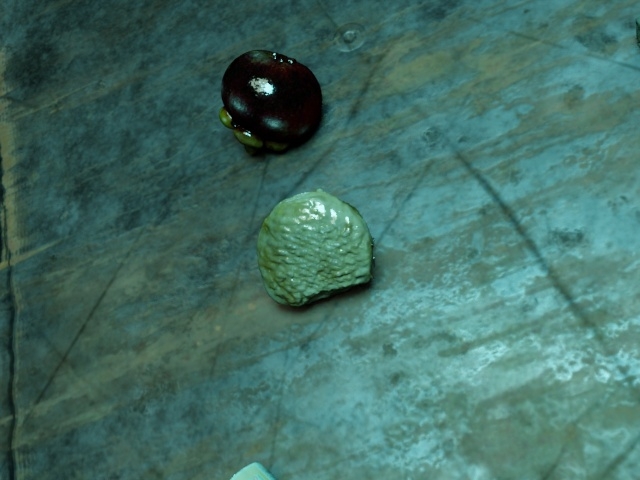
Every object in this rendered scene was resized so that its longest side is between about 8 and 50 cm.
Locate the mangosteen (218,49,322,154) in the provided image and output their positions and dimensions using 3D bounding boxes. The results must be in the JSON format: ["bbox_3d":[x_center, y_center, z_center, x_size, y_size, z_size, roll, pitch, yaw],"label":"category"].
[{"bbox_3d":[-0.068,-0.169,0.907,0.140,0.140,0.140,-7,66,16],"label":"mangosteen"}]

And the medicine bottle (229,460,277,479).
[{"bbox_3d":[-0.008,0.312,0.698,0.218,0.074,0.074,36,82,30],"label":"medicine bottle"}]

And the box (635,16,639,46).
[{"bbox_3d":[0.399,-0.224,0.801,0.063,0.060,0.084,-25,62,16],"label":"box"}]

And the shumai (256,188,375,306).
[{"bbox_3d":[-0.001,-0.004,0.818,0.146,0.145,0.116,-11,22,14],"label":"shumai"}]
